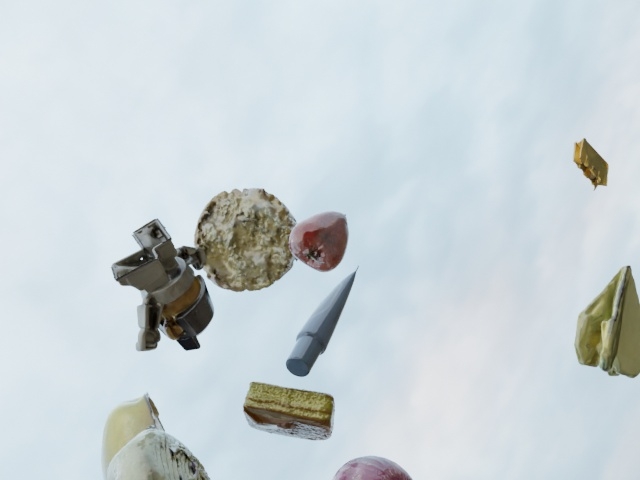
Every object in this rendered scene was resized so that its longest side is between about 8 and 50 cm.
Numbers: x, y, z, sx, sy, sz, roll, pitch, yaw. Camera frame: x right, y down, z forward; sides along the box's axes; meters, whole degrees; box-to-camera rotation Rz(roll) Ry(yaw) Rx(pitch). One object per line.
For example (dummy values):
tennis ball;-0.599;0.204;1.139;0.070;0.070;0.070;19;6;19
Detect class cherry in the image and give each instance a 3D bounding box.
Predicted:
cherry;0.002;0.005;1.524;0.126;0.106;0.087;-27;-12;-44

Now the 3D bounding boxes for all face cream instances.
face cream;0.009;0.219;2.302;0.135;0.086;0.385;-51;5;43

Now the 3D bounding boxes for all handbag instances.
handbag;0.480;-0.136;1.496;0.083;0.027;0.061;41;-132;-26

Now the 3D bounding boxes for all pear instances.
pear;-0.436;0.589;2.083;0.191;0.386;0.340;-27;-6;-12

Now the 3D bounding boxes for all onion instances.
onion;0.105;0.507;1.620;0.207;0.200;0.201;10;-72;-19

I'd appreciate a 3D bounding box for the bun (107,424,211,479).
bun;-0.306;0.497;1.616;0.168;0.273;0.273;-39;-32;6

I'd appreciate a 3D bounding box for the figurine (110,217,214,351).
figurine;-0.332;0.116;1.860;0.308;0.143;0.308;-9;-77;-45

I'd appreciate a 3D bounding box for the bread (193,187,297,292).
bread;-0.180;-0.001;2.098;0.274;0.274;0.149;-67;-17;7

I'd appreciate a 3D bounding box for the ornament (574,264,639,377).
ornament;0.481;0.128;1.353;0.201;0.059;0.180;21;-101;-50

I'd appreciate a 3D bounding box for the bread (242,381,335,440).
bread;-0.080;0.464;2.245;0.184;0.234;0.111;86;-168;-61
